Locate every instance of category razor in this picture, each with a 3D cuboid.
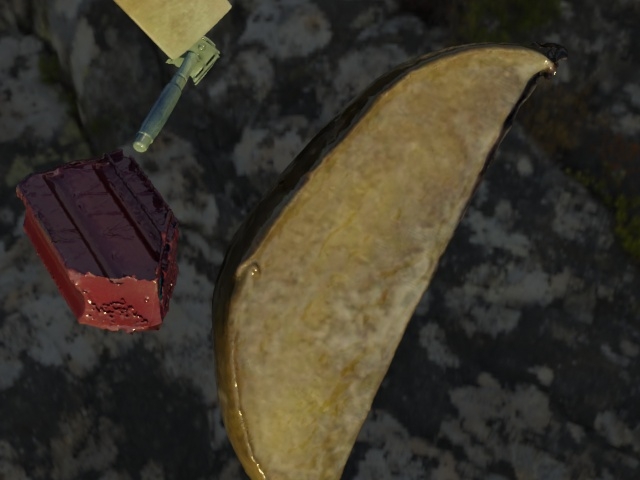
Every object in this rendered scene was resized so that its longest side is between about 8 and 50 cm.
[{"bbox_3d":[-0.151,-0.140,1.263,0.040,0.068,0.135,32,57,-12],"label":"razor"}]

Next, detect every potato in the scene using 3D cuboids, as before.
[{"bbox_3d":[-0.001,-0.003,0.620,0.100,0.120,0.261,26,88,-26],"label":"potato"}]

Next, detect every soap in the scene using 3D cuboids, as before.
[{"bbox_3d":[-0.255,0.003,1.528,0.162,0.099,0.250,-12,41,-26],"label":"soap"}]

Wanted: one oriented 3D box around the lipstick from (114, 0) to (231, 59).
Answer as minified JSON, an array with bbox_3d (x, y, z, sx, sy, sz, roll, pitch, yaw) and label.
[{"bbox_3d":[-0.201,-0.281,0.968,0.076,0.371,0.080,-43,50,1],"label":"lipstick"}]
